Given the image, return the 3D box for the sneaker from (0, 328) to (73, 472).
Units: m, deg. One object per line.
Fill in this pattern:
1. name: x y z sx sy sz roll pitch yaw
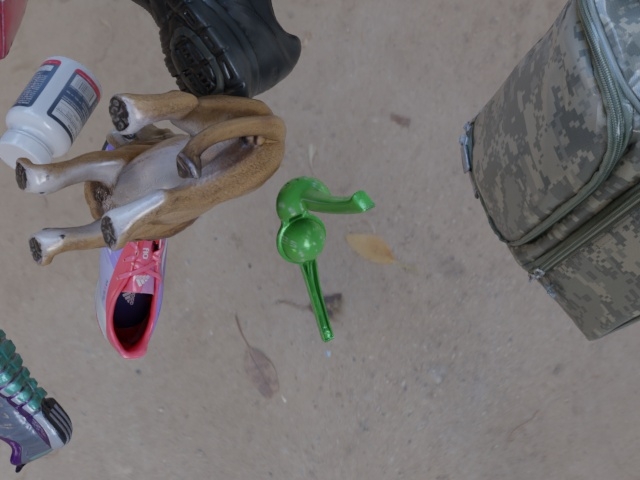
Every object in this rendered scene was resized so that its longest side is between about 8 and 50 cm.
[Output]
1. sneaker: -0.423 0.196 0.994 0.098 0.083 0.224 -34 98 0

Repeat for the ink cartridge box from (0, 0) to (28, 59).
1. ink cartridge box: -0.330 -0.305 0.561 0.226 0.306 0.131 13 51 -14

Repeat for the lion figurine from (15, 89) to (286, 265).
1. lion figurine: -0.134 -0.066 0.737 0.240 0.392 0.142 -17 101 -39

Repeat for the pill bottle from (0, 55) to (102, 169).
1. pill bottle: -0.436 -0.196 1.236 0.107 0.108 0.180 17 59 8

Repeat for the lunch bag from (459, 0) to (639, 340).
1. lunch bag: 0.273 -0.083 0.690 0.212 0.305 0.256 -33 79 -19

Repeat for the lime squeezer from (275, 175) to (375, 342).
1. lime squeezer: 0.000 0.000 0.777 0.110 0.310 0.059 40 65 15

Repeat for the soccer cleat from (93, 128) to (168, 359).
1. soccer cleat: -0.241 0.005 1.019 0.108 0.318 0.116 0 27 -26

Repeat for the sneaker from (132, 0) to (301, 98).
1. sneaker: -0.123 -0.260 0.742 0.130 0.109 0.286 -35 99 -38
